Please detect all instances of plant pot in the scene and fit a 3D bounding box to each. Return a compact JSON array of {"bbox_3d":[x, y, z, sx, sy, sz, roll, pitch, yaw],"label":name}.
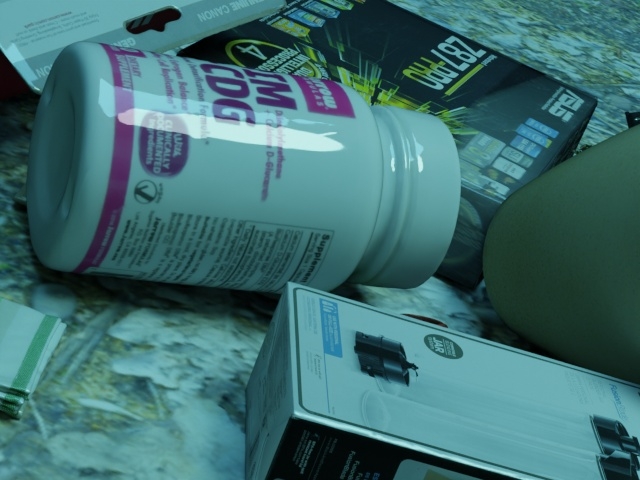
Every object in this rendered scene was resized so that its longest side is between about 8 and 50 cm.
[{"bbox_3d":[0.258,0.014,1.210,0.257,0.256,0.274,1,-2,-38],"label":"plant pot"}]

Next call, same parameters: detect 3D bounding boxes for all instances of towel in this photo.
[{"bbox_3d":[-0.239,0.056,0.999,0.152,0.023,0.113,18,22,-3],"label":"towel"}]

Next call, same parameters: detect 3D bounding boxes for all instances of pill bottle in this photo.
[{"bbox_3d":[-0.054,-0.044,1.171,0.283,0.160,0.160,7,27,-24],"label":"pill bottle"}]

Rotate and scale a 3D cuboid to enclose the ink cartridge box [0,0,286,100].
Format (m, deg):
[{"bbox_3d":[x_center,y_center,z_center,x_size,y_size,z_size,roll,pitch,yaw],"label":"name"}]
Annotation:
[{"bbox_3d":[-0.226,-0.219,1.347,0.272,0.130,0.309,51,43,11],"label":"ink cartridge box"}]

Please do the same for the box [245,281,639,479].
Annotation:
[{"bbox_3d":[0.102,0.136,1.023,0.290,0.087,0.169,18,24,-9],"label":"box"}]

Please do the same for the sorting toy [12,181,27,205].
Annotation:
[{"bbox_3d":[-0.183,-0.025,1.224,0.083,0.012,0.062,21,25,1],"label":"sorting toy"}]

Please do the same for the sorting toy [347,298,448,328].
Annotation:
[{"bbox_3d":[0.042,0.072,1.183,0.102,0.042,0.061,12,7,8],"label":"sorting toy"}]

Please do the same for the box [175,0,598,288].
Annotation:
[{"bbox_3d":[0.067,-0.117,1.528,0.318,0.097,0.395,28,25,10],"label":"box"}]

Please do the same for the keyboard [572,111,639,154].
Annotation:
[{"bbox_3d":[0.372,-0.057,1.586,0.202,0.033,0.317,-3,-20,33],"label":"keyboard"}]
